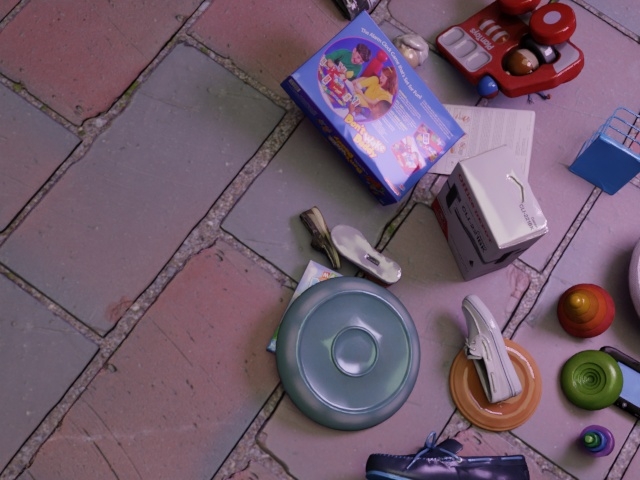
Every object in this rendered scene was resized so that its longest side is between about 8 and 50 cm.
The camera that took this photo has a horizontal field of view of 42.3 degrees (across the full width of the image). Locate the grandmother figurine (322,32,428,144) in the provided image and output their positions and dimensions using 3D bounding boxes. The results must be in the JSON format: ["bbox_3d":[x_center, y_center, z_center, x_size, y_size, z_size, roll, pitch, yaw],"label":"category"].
[{"bbox_3d":[0.136,-0.343,1.882,0.208,0.104,0.342,43,70,-21],"label":"grandmother figurine"}]

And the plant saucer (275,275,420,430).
[{"bbox_3d":[0.066,0.228,1.694,0.317,0.043,0.318,3,80,-16],"label":"plant saucer"}]

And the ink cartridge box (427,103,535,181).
[{"bbox_3d":[0.369,-0.216,1.896,0.224,0.056,0.181,6,72,16],"label":"ink cartridge box"}]

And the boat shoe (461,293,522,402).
[{"bbox_3d":[0.333,0.223,1.695,0.075,0.083,0.226,-22,77,-12],"label":"boat shoe"}]

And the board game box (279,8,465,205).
[{"bbox_3d":[0.116,-0.281,1.776,0.233,0.078,0.347,-44,100,-18],"label":"board game box"}]

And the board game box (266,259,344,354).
[{"bbox_3d":[0.003,0.169,1.744,0.160,0.039,0.212,25,73,2],"label":"board game box"}]

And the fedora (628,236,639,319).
[{"bbox_3d":[0.765,0.099,1.787,0.243,0.124,0.276,3,74,-4],"label":"fedora"}]

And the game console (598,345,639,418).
[{"bbox_3d":[0.723,0.363,1.742,0.361,0.044,0.213,30,79,7],"label":"game console"}]

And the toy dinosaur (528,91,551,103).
[{"bbox_3d":[0.510,-0.366,1.948,0.082,0.047,0.090,28,62,-16],"label":"toy dinosaur"}]

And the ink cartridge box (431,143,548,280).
[{"bbox_3d":[0.342,-0.051,1.716,0.114,0.273,0.197,-20,76,-11],"label":"ink cartridge box"}]

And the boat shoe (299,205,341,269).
[{"bbox_3d":[0.000,0.000,1.790,0.049,0.056,0.152,-22,67,-6],"label":"boat shoe"}]

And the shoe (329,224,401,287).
[{"bbox_3d":[0.090,0.038,1.767,0.178,0.081,0.063,36,74,3],"label":"shoe"}]

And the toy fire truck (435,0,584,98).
[{"bbox_3d":[0.434,-0.432,1.873,0.253,0.169,0.302,-34,54,2],"label":"toy fire truck"}]

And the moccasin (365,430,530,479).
[{"bbox_3d":[0.252,0.453,1.652,0.341,0.138,0.117,14,68,-16],"label":"moccasin"}]

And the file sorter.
[{"bbox_3d":[0.657,-0.200,1.844,0.118,0.170,0.105,32,70,5],"label":"file sorter"}]

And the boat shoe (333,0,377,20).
[{"bbox_3d":[0.003,-0.652,1.951,0.105,0.113,0.306,-40,96,-8],"label":"boat shoe"}]

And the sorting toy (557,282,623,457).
[{"bbox_3d":[0.545,0.256,1.700,0.127,0.126,0.366,-8,72,26],"label":"sorting toy"}]

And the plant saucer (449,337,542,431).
[{"bbox_3d":[0.371,0.299,1.740,0.199,0.037,0.200,2,73,-5],"label":"plant saucer"}]
